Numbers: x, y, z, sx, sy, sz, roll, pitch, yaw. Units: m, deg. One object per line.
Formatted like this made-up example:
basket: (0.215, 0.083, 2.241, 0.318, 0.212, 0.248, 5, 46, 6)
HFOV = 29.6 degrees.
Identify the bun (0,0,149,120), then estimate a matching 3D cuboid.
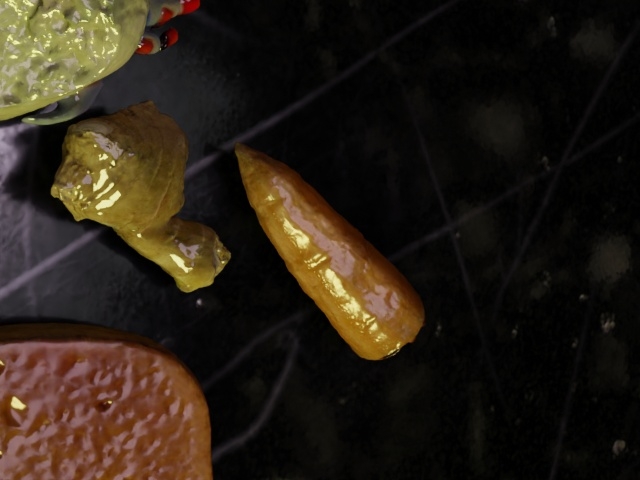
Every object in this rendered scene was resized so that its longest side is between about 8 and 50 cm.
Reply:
bun: (-0.210, -0.179, 0.705, 0.237, 0.116, 0.210, 31, 71, -4)

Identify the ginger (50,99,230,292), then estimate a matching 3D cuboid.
ginger: (-0.117, -0.036, 0.849, 0.165, 0.067, 0.096, 43, 69, -43)

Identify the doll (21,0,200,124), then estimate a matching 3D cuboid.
doll: (-0.165, -0.146, 0.812, 0.194, 0.062, 0.104, -34, 123, -36)

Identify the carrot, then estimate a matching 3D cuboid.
carrot: (0.000, 0.000, 0.931, 0.072, 0.072, 0.205, -48, 115, -23)

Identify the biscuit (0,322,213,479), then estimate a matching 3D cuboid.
biscuit: (-0.196, 0.193, 0.815, 0.262, 0.052, 0.277, -6, 97, -30)
